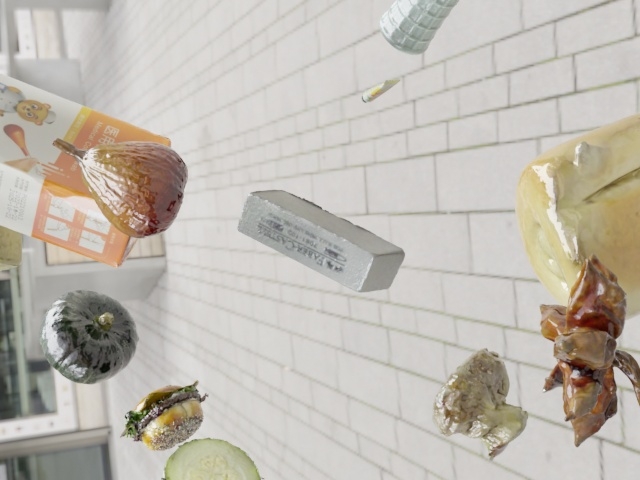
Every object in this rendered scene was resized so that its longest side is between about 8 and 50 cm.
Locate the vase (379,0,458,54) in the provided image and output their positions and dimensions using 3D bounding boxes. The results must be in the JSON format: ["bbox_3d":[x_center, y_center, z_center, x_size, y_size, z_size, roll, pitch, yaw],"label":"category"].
[{"bbox_3d":[0.227,-0.484,1.618,0.299,0.143,0.143,-51,47,45],"label":"vase"}]

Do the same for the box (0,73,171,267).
[{"bbox_3d":[-0.449,-0.121,1.483,0.224,0.341,0.143,-80,13,-48],"label":"box"}]

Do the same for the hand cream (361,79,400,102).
[{"bbox_3d":[0.105,-0.272,1.574,0.102,0.035,0.022,-19,82,61],"label":"hand cream"}]

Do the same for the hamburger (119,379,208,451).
[{"bbox_3d":[-0.312,0.364,1.759,0.093,0.190,0.164,51,131,26],"label":"hamburger"}]

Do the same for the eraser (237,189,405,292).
[{"bbox_3d":[0.000,0.000,1.849,0.077,0.353,0.111,-51,-15,-57],"label":"eraser"}]

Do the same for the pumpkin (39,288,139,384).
[{"bbox_3d":[-0.485,0.200,1.832,0.152,0.212,0.211,-52,46,45],"label":"pumpkin"}]

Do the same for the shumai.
[{"bbox_3d":[0.293,0.295,1.542,0.153,0.209,0.161,44,113,20],"label":"shumai"}]

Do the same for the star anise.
[{"bbox_3d":[0.297,0.114,0.965,0.196,0.111,0.212,-94,-12,-47],"label":"star anise"}]

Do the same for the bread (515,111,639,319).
[{"bbox_3d":[0.559,-0.045,1.592,0.253,0.376,0.347,-179,65,-80],"label":"bread"}]

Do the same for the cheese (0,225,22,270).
[{"bbox_3d":[-0.719,-0.044,1.661,0.124,0.266,0.242,42,-142,-72],"label":"cheese"}]

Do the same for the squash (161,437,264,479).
[{"bbox_3d":[-0.167,0.359,1.214,0.287,0.137,0.137,118,142,-59],"label":"squash"}]

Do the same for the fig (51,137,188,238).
[{"bbox_3d":[-0.217,-0.080,1.003,0.153,0.119,0.119,57,163,-13],"label":"fig"}]
